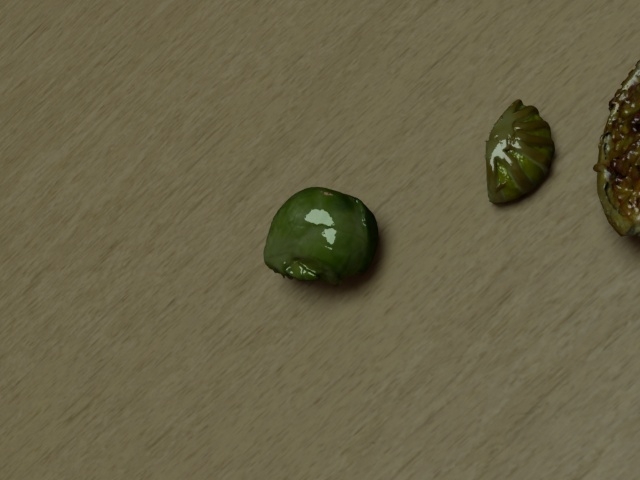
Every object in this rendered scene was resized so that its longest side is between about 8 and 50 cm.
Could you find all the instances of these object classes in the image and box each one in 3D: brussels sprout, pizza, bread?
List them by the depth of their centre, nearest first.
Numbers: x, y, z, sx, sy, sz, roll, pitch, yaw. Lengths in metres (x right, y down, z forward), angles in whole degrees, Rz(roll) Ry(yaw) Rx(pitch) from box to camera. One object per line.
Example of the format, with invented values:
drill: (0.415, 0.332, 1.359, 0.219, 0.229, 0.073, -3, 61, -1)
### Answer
pizza: (0.440, -0.136, 1.355, 0.161, 0.085, 0.305, -14, 47, 45)
bread: (0.289, -0.122, 1.474, 0.094, 0.083, 0.157, 30, 82, 26)
brussels sprout: (0.001, -0.008, 1.553, 0.183, 0.131, 0.145, 5, 90, 32)
